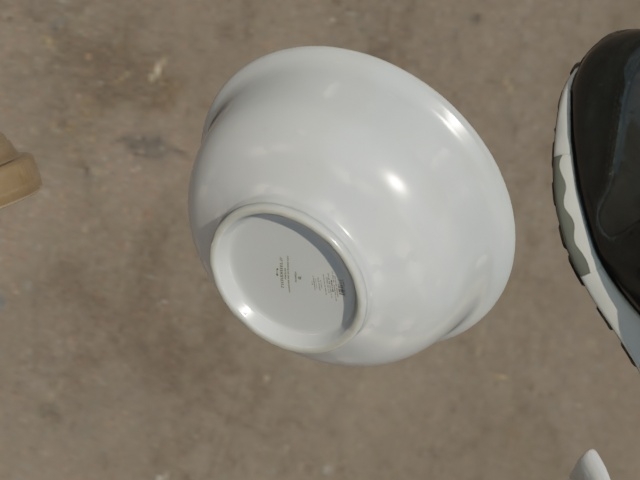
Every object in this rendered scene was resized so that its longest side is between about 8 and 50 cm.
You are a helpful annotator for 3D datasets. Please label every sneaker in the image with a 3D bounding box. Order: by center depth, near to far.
[{"bbox_3d":[0.185,0.033,0.610,0.107,0.124,0.283,-8,72,-29],"label":"sneaker"}]

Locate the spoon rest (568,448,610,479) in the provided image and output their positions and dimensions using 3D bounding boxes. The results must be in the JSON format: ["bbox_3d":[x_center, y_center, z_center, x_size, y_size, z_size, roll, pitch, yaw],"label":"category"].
[{"bbox_3d":[0.137,0.267,1.324,0.276,0.084,0.137,-23,151,-25],"label":"spoon rest"}]

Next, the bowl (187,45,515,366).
[{"bbox_3d":[0.000,0.000,1.329,0.134,0.298,0.297,-50,133,-46],"label":"bowl"}]

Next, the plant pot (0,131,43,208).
[{"bbox_3d":[-0.348,-0.059,1.270,0.237,0.237,0.109,-25,104,-43],"label":"plant pot"}]
